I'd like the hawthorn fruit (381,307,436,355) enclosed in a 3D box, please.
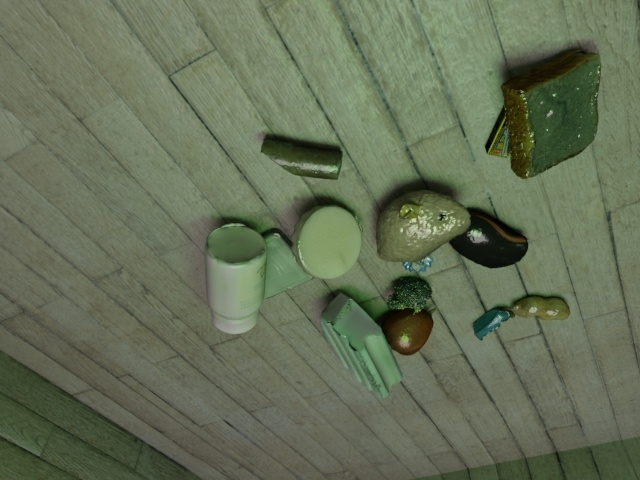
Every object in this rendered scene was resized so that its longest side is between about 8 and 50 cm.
[{"bbox_3d":[0.376,0.357,2.041,0.251,0.199,0.199,-36,123,8],"label":"hawthorn fruit"}]

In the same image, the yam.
[{"bbox_3d":[-0.057,-0.253,1.555,0.259,0.106,0.106,9,131,-4],"label":"yam"}]

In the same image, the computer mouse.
[{"bbox_3d":[0.590,0.011,1.757,0.323,0.116,0.183,25,133,-19],"label":"computer mouse"}]

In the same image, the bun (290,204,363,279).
[{"bbox_3d":[0.000,0.000,1.733,0.263,0.263,0.175,38,167,-27],"label":"bun"}]

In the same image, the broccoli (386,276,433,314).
[{"bbox_3d":[0.349,0.221,1.958,0.154,0.167,0.160,30,164,17],"label":"broccoli"}]

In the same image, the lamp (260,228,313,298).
[{"bbox_3d":[-0.196,0.097,1.909,0.269,0.047,0.266,-25,122,24],"label":"lamp"}]

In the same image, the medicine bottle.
[{"bbox_3d":[-0.305,0.147,1.792,0.213,0.213,0.379,7,129,-3],"label":"medicine bottle"}]

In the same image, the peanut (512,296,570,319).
[{"bbox_3d":[0.887,0.274,1.995,0.227,0.086,0.104,6,134,-1],"label":"peanut"}]

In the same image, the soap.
[{"bbox_3d":[0.157,0.428,2.041,0.156,0.261,0.446,-42,130,-18],"label":"soap"}]

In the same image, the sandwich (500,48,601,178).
[{"bbox_3d":[0.653,-0.350,1.392,0.271,0.099,0.301,-26,128,-2],"label":"sandwich"}]

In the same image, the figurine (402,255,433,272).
[{"bbox_3d":[0.356,0.086,1.854,0.114,0.079,0.114,-3,133,-4],"label":"figurine"}]

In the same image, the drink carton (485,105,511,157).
[{"bbox_3d":[0.561,-0.331,1.491,0.071,0.056,0.166,11,131,-2],"label":"drink carton"}]

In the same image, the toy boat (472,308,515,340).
[{"bbox_3d":[0.720,0.343,2.069,0.077,0.075,0.185,28,122,-17],"label":"toy boat"}]

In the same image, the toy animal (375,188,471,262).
[{"bbox_3d":[0.307,-0.049,1.667,0.226,0.188,0.358,40,123,-16],"label":"toy animal"}]
